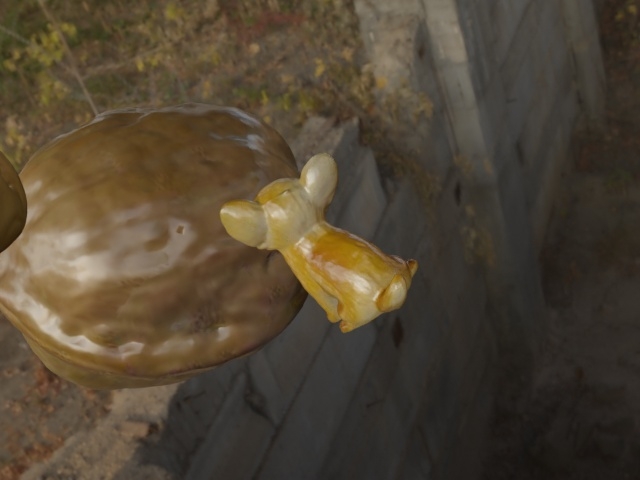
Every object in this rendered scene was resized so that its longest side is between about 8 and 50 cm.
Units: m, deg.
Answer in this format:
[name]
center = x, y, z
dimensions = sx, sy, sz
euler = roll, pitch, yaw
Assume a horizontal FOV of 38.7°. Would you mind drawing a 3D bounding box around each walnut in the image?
[walnut]
center = -0.178, 0.009, 0.963
dimensions = 0.344, 0.306, 0.306
euler = -14, 23, -33

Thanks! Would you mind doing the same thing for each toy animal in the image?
[toy animal]
center = 0.000, 0.000, 0.427
dimensions = 0.060, 0.083, 0.081
euler = -41, 14, -6

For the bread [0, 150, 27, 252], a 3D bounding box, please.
[bread]
center = -0.282, -0.021, 0.557
dimensions = 0.147, 0.098, 0.217
euler = 10, 22, 7
